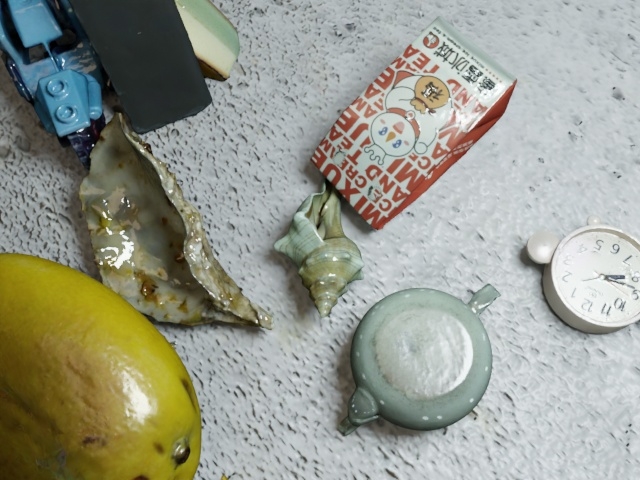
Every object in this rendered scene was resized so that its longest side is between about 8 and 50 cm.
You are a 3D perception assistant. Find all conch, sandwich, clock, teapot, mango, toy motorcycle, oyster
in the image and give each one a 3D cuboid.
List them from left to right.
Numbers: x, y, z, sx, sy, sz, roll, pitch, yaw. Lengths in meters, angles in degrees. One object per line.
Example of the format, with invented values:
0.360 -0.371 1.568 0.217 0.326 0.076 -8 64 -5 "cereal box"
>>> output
-0.445 -0.316 1.111 0.172 0.232 0.416 -20 72 -7 "toy motorcycle"
-0.351 0.192 0.935 0.445 0.220 0.301 39 110 15 "mango"
-0.244 0.008 1.050 0.204 0.111 0.396 -34 87 26 "oyster"
-0.251 -0.370 1.136 0.219 0.186 0.108 22 78 11 "sandwich"
-0.010 0.009 1.028 0.114 0.137 0.234 -34 61 21 "conch"
0.139 0.164 0.962 0.294 0.129 0.193 -40 73 -10 "teapot"
0.404 0.055 1.005 0.229 0.063 0.156 28 74 10 "clock"

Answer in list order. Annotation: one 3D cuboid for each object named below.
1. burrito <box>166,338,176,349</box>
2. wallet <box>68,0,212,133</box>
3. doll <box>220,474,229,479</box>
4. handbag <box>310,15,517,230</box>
-0.309 0.156 1.051 0.185 0.041 0.045 12 32 10 "burrito"
-0.274 -0.300 1.077 0.145 0.285 0.030 -21 47 -4 "wallet"
-0.177 0.375 0.958 0.127 0.073 0.084 -34 39 -10 "doll"
0.138 -0.167 1.055 0.171 0.151 0.298 43 84 10 "handbag"
